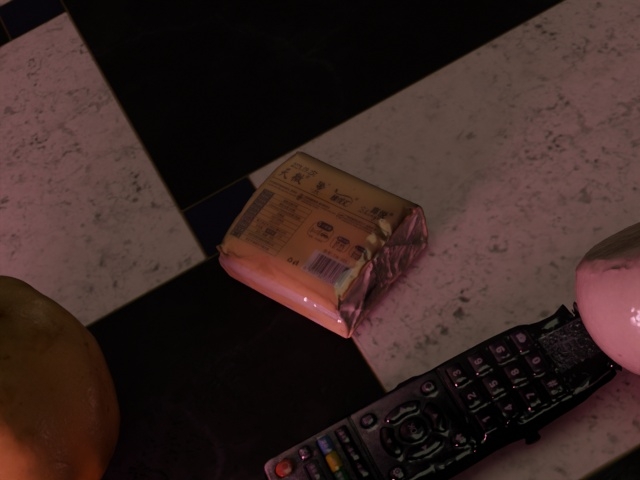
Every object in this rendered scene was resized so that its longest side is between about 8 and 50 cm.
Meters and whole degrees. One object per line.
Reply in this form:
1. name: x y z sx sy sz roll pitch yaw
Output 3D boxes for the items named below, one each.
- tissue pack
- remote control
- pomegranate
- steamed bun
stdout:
1. tissue pack: 0.000 0.000 1.681 0.222 0.090 0.186 24 65 36
2. remote control: 0.131 0.202 1.478 0.398 0.062 0.145 -28 46 -2
3. pomegranate: -0.395 0.199 1.516 0.332 0.332 0.333 -11 49 12
4. steamed bun: 0.412 0.054 1.393 0.283 0.177 0.283 -22 2 1
